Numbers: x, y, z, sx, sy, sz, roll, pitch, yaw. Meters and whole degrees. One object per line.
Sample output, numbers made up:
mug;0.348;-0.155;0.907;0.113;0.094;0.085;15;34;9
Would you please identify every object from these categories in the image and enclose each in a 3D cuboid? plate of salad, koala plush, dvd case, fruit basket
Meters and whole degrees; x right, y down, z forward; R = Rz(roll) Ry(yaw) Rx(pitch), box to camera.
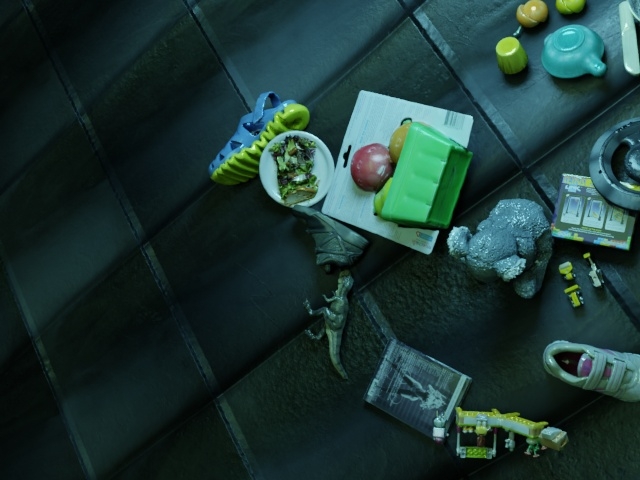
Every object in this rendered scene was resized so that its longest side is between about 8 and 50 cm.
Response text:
plate of salad;-0.064;-0.180;2.061;0.199;0.048;0.200;3;102;12
koala plush;0.374;0.018;1.702;0.196;0.221;0.203;33;119;28
dvd case;0.224;0.348;1.879;0.221;0.018;0.165;25;94;29
fruit basket;0.180;-0.169;1.920;0.353;0.165;0.327;23;98;46

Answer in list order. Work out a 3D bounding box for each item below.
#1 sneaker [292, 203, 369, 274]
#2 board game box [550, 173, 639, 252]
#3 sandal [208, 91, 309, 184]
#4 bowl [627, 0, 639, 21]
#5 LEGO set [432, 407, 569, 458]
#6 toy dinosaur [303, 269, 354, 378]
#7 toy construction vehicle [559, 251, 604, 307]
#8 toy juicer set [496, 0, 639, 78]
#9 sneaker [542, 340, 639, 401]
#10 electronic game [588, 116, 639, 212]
sneaker;0.000;0.000;2.009;0.227;0.087;0.130;32;92;23
board game box;0.590;-0.060;1.722;0.170;0.048;0.141;13;87;29
sandal;-0.176;-0.275;2.134;0.317;0.126;0.138;-40;62;9
bowl;0.723;-0.502;1.684;0.170;0.080;0.170;-2;79;11
LEGO set;0.386;0.432;1.727;0.286;0.132;0.107;4;93;22
toy dinosaur;0.018;0.202;1.989;0.118;0.064;0.268;3;88;22
toy construction vehicle;0.563;0.085;1.728;0.085;0.035;0.098;-33;66;32
toy juicer set;0.568;-0.450;1.778;0.328;0.089;0.209;14;72;33
sneaker;0.571;0.270;1.649;0.252;0.111;0.103;8;87;29
electronic game;0.674;-0.159;1.662;0.229;0.048;0.229;-9;60;17
